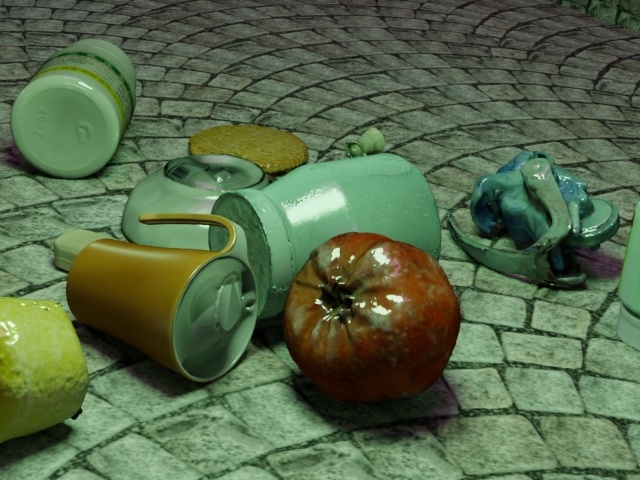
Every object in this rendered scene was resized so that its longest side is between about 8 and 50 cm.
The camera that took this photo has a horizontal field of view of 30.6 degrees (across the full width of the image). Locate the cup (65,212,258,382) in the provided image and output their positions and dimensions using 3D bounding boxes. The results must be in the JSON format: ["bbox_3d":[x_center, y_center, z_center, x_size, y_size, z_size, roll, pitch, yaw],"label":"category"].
[{"bbox_3d":[-0.217,0.064,1.652,0.264,0.226,0.182,14,-9,33],"label":"cup"}]

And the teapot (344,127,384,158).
[{"bbox_3d":[0.094,-0.197,2.467,0.083,0.057,0.067,-26,67,-40],"label":"teapot"}]

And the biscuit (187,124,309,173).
[{"bbox_3d":[-0.146,-0.185,2.407,0.253,0.035,0.254,3,24,-1],"label":"biscuit"}]

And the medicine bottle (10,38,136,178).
[{"bbox_3d":[-0.477,-0.276,2.334,0.208,0.208,0.340,4,25,-2],"label":"medicine bottle"}]

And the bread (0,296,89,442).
[{"bbox_3d":[-0.395,0.160,1.447,0.197,0.197,0.170,27,19,39],"label":"bread"}]

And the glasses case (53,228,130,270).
[{"bbox_3d":[-0.336,0.032,1.874,0.196,0.050,0.083,17,25,24],"label":"glasses case"}]

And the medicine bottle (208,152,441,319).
[{"bbox_3d":[0.000,0.000,1.777,0.290,0.245,0.245,-9,28,-31],"label":"medicine bottle"}]

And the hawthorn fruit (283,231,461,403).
[{"bbox_3d":[0.089,0.112,1.608,0.242,0.242,0.271,28,1,40],"label":"hawthorn fruit"}]

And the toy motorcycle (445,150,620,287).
[{"bbox_3d":[0.358,-0.058,2.048,0.241,0.182,0.319,-5,28,-22],"label":"toy motorcycle"}]

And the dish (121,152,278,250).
[{"bbox_3d":[-0.186,-0.080,2.061,0.324,0.124,0.324,4,25,-2],"label":"dish"}]

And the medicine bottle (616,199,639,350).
[{"bbox_3d":[0.533,0.051,1.793,0.139,0.225,0.139,4,24,-2],"label":"medicine bottle"}]
